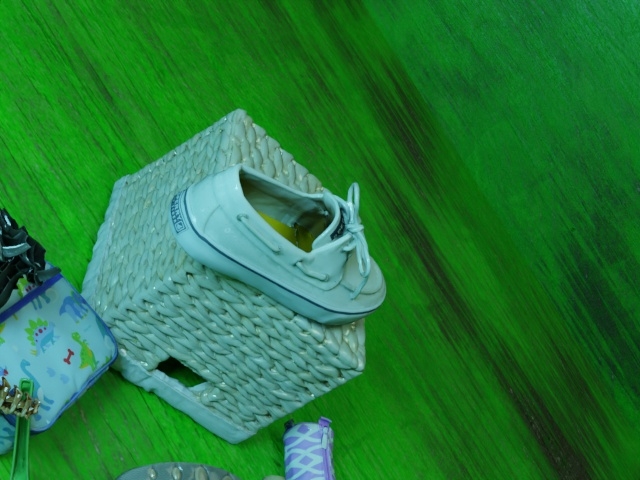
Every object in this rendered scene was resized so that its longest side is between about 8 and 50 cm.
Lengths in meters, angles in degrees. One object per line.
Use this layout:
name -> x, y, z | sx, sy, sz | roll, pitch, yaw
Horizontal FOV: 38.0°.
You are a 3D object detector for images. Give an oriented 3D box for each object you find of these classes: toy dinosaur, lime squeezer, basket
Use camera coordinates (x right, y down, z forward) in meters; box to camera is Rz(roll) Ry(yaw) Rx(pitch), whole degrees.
toy dinosaur -> -0.393, 0.057, 0.944 | 0.322, 0.218, 0.164 | 44, -9, -2
lime squeezer -> -0.313, 0.307, 0.947 | 0.058, 0.110, 0.311 | 14, 62, -21
basket -> -0.127, 0.053, 1.335 | 0.328, 0.266, 0.331 | 41, 34, -30

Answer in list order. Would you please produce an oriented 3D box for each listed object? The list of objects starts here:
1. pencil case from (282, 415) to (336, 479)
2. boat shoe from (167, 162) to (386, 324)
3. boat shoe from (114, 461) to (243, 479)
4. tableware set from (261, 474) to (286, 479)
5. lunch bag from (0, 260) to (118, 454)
pencil case -> -0.006, 0.371, 1.394 | 0.086, 0.088, 0.206 | 28, 40, -40
boat shoe -> -0.002, -0.008, 1.146 | 0.367, 0.156, 0.136 | 29, 41, -43
boat shoe -> -0.111, 0.382, 1.177 | 0.355, 0.130, 0.132 | 23, 50, -21
tableware set -> -0.064, 0.352, 1.262 | 0.168, 0.141, 0.020 | 32, 45, -38
lunch bag -> -0.351, 0.128, 1.085 | 0.176, 0.090, 0.219 | 52, 27, -5
